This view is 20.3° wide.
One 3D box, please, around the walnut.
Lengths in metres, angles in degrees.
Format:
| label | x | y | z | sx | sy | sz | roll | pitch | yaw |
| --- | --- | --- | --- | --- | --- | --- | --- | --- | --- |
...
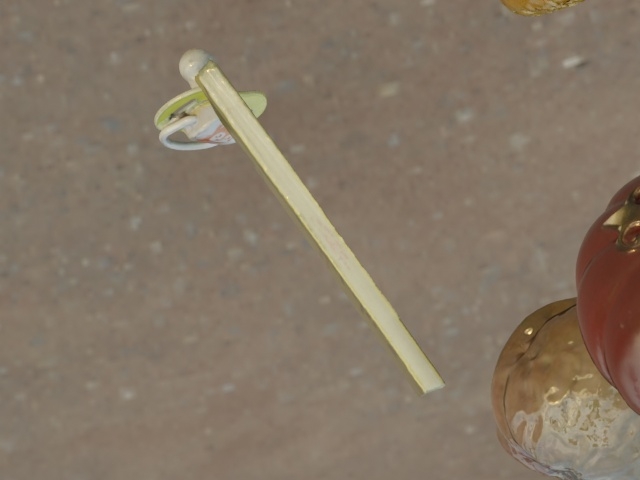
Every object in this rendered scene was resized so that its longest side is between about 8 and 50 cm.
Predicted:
| label | x | y | z | sx | sy | sz | roll | pitch | yaw |
| --- | --- | --- | --- | --- | --- | --- | --- | --- | --- |
| walnut | 0.321 | 0.177 | 2.071 | 0.248 | 0.248 | 0.248 | -10 | 154 | -5 |

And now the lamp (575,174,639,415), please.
| label | x | y | z | sx | sy | sz | roll | pitch | yaw |
| --- | --- | --- | --- | --- | --- | --- | --- | --- | --- |
| lamp | 0.385 | 0.045 | 1.637 | 0.303 | 0.303 | 0.257 | -17 | 131 | 8 |

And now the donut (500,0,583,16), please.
| label | x | y | z | sx | sy | sz | roll | pitch | yaw |
| --- | --- | --- | --- | --- | --- | --- | --- | --- | --- |
| donut | 0.203 | -0.227 | 1.077 | 0.278 | 0.108 | 0.277 | -27 | -175 | 3 |

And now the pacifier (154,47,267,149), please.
| label | x | y | z | sx | sy | sz | roll | pitch | yaw |
| --- | --- | --- | --- | --- | --- | --- | --- | --- | --- |
| pacifier | -0.077 | -0.093 | 1.161 | 0.068 | 0.064 | 0.083 | -30 | 159 | 33 |

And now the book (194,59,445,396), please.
| label | x | y | z | sx | sy | sz | roll | pitch | yaw |
| --- | --- | --- | --- | --- | --- | --- | --- | --- | --- |
| book | 0.000 | 0.000 | 0.915 | 0.013 | 0.192 | 0.168 | -35 | 175 | -2 |
